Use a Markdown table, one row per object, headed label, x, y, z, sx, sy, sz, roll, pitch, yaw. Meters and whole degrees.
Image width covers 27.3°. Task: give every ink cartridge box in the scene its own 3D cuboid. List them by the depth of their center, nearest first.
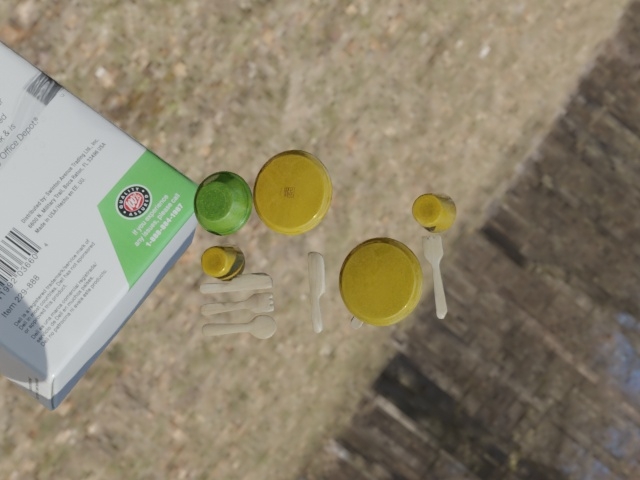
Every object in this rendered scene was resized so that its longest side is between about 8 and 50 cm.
| label | x | y | z | sx | sy | sz | roll | pitch | yaw |
| --- | --- | --- | --- | --- | --- | --- | --- | --- | --- |
| ink cartridge box | -0.276 | -0.031 | 1.122 | 0.211 | 0.289 | 0.121 | -52 | 176 | -22 |

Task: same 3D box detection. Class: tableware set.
| label | x | y | z | sx | sy | sz | roll | pitch | yaw |
| --- | --- | --- | --- | --- | --- | --- | --- | --- | --- |
| tableware set | 0.000 | 0.000 | 0.733 | 0.154 | 0.104 | 0.024 | -7 | 174 | 21 |
